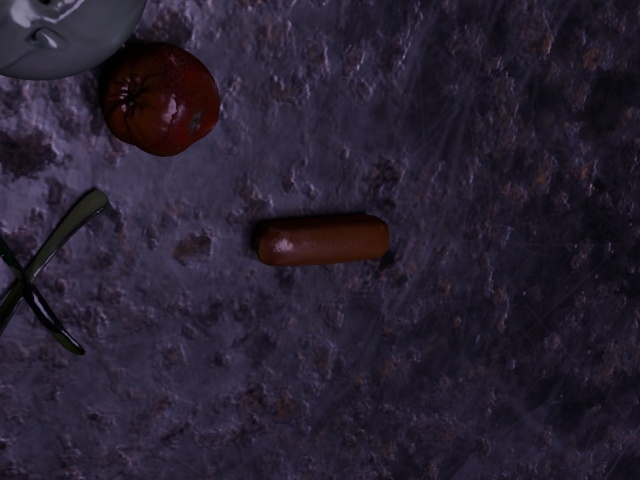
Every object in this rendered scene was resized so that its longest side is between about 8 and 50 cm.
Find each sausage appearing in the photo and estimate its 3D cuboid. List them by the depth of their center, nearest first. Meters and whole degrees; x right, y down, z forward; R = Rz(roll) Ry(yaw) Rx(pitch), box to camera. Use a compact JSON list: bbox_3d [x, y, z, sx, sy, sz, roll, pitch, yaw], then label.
[{"bbox_3d":[0.000,0.000,1.060,0.131,0.041,0.039,-3,120,-32],"label":"sausage"}]

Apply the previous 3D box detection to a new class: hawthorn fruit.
[{"bbox_3d":[-0.119,-0.107,0.910,0.093,0.093,0.093,-15,120,-27],"label":"hawthorn fruit"}]

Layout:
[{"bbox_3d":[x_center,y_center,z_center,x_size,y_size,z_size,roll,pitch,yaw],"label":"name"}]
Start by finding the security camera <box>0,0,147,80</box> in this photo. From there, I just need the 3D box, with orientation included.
[{"bbox_3d":[-0.149,-0.222,0.757,0.197,0.191,0.277,35,94,-35],"label":"security camera"}]

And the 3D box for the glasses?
[{"bbox_3d":[-0.241,0.036,0.881,0.206,0.102,0.239,-9,117,-29],"label":"glasses"}]
